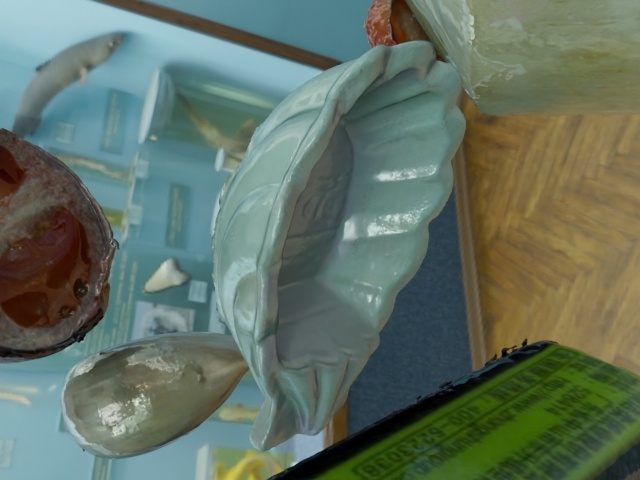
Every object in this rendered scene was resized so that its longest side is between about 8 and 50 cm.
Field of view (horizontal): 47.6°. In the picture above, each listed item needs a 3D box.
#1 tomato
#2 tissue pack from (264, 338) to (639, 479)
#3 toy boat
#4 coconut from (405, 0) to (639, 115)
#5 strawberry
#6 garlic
[{"bbox_3d":[-0.297,0.008,0.633,0.112,0.228,0.199,-30,17,38],"label":"tomato"},{"bbox_3d":[0.019,0.240,0.336,0.124,0.394,0.288,21,119,45],"label":"tissue pack"},{"bbox_3d":[0.000,0.000,0.500,0.100,0.199,0.290,27,112,34],"label":"toy boat"},{"bbox_3d":[0.262,-0.306,0.749,0.415,0.415,0.345,-178,96,-67],"label":"coconut"},{"bbox_3d":[0.128,-0.240,0.924,0.082,0.188,0.121,-18,61,47],"label":"strawberry"},{"bbox_3d":[-0.136,0.134,0.708,0.148,0.266,0.128,-99,-6,-56],"label":"garlic"}]
